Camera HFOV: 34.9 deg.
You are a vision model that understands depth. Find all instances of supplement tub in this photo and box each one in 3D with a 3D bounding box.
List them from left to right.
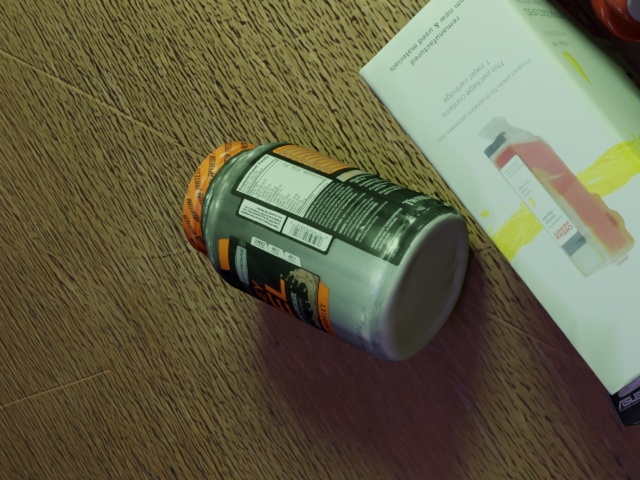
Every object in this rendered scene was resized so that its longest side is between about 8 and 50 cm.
[{"bbox_3d":[0.000,0.000,1.292,0.338,0.207,0.207,24,119,32],"label":"supplement tub"}]

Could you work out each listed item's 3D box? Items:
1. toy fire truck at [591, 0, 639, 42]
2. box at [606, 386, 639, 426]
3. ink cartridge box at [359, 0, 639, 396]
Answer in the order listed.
[{"bbox_3d":[0.394,-0.245,0.854,0.169,0.302,0.254,-108,32,-52],"label":"toy fire truck"},{"bbox_3d":[0.415,0.127,1.015,0.190,0.184,0.045,-41,55,40],"label":"box"},{"bbox_3d":[0.260,-0.073,1.001,0.160,0.279,0.385,-42,77,28],"label":"ink cartridge box"}]
